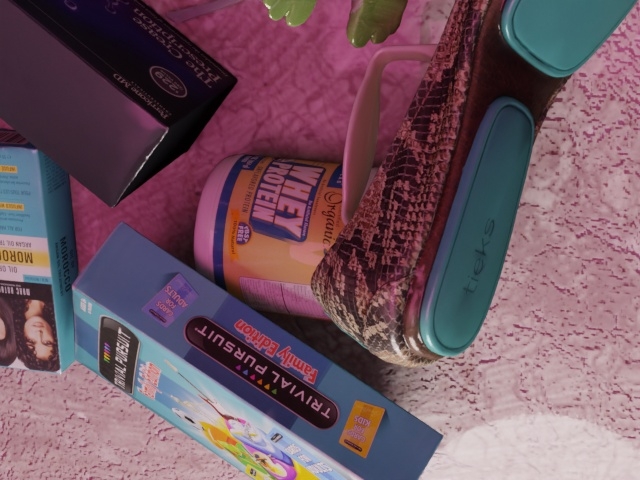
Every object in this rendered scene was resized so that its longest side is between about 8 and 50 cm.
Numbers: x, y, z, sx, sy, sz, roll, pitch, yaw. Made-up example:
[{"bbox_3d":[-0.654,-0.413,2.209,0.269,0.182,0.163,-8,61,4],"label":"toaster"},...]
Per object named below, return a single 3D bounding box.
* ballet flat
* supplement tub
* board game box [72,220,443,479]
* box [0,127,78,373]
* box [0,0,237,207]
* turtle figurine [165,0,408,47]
[{"bbox_3d":[0.122,-0.140,1.060,0.182,0.164,0.483,26,90,37],"label":"ballet flat"},{"bbox_3d":[0.000,0.000,1.206,0.199,0.144,0.144,6,113,15],"label":"supplement tub"},{"bbox_3d":[-0.073,0.144,1.244,0.336,0.079,0.254,33,159,3],"label":"board game box"},{"bbox_3d":[-0.306,0.011,1.357,0.100,0.060,0.244,5,112,16],"label":"box"},{"bbox_3d":[-0.227,-0.170,1.189,0.261,0.184,0.103,39,118,-1],"label":"box"},{"bbox_3d":[-0.071,-0.228,1.095,0.274,0.266,0.198,-39,140,-4],"label":"turtle figurine"}]
